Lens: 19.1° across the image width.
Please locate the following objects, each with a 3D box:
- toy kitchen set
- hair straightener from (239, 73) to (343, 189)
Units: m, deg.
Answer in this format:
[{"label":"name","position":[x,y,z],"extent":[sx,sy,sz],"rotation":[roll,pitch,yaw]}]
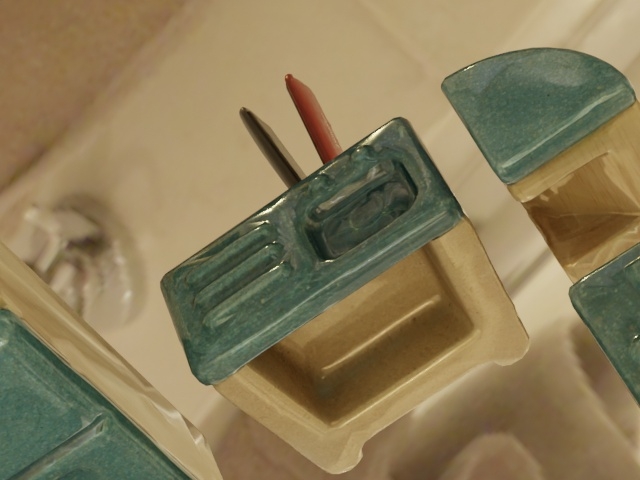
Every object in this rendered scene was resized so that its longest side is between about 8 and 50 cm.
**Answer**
[{"label":"toy kitchen set","position":[0.007,0.046,0.456],"extent":[0.122,0.207,0.166],"rotation":[49,-171,-44]},{"label":"hair straightener","position":[0.000,0.000,1.314],"extent":[0.230,0.089,0.047],"rotation":[61,-168,18]}]
